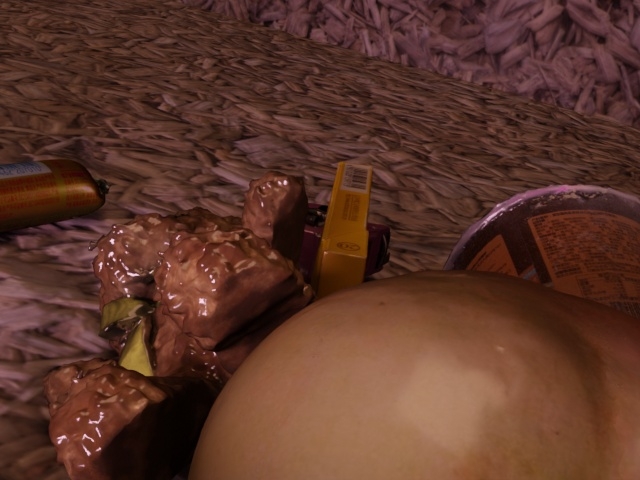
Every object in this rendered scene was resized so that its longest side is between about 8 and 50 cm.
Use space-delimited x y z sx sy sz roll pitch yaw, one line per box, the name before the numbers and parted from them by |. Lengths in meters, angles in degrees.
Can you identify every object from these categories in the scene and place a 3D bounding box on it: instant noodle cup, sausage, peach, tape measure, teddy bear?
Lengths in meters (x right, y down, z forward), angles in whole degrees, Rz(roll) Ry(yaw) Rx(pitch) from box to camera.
instant noodle cup | 0.203 0.092 0.816 0.217 0.218 0.207 9 25 -3
sausage | -0.351 -0.039 1.073 0.082 0.082 0.371 23 22 31
peach | 0.078 0.136 0.541 0.292 0.248 0.292 -1 40 1
tape measure | 0.000 0.000 1.150 0.118 0.074 0.125 20 19 27
teddy bear | -0.101 0.042 0.754 0.222 0.246 0.296 41 1 24

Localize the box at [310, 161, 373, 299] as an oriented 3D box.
box | 0.014 0.037 0.937 0.043 0.152 0.269 8 18 2
